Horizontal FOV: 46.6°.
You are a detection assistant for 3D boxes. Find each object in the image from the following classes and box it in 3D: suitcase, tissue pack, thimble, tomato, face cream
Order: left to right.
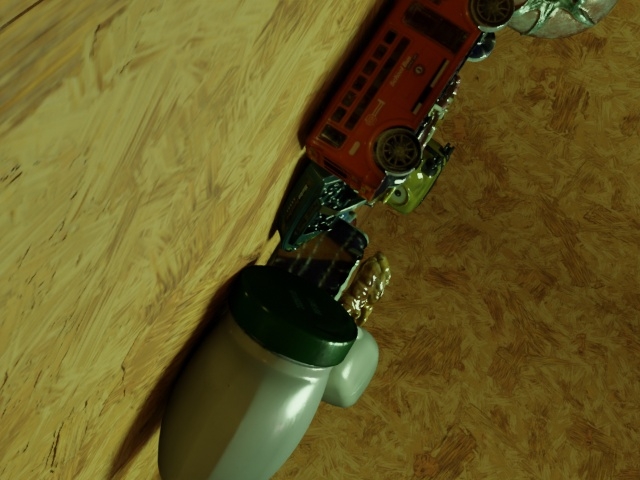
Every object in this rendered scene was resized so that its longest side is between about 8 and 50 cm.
[{"bbox_3d":[-0.112,0.241,1.199,0.357,0.219,0.312,-60,175,16],"label":"face cream"},{"bbox_3d":[-0.008,0.050,1.471,0.237,0.150,0.237,-59,174,-10],"label":"thimble"},{"bbox_3d":[-0.010,0.310,2.124,0.229,0.333,0.236,-55,155,-28],"label":"tissue pack"},{"bbox_3d":[0.217,-0.196,1.972,0.143,0.194,0.235,-43,166,-43],"label":"suitcase"},{"bbox_3d":[0.512,-0.600,1.629,0.316,0.317,0.282,117,-12,-51],"label":"tomato"}]

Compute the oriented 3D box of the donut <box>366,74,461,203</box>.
[{"bbox_3d":[0.163,-0.237,1.486,0.259,0.136,0.345,-48,171,-49],"label":"donut"}]

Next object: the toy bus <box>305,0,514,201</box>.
[{"bbox_3d":[0.119,-0.219,0.986,0.329,0.153,0.143,-56,177,-2],"label":"toy bus"}]

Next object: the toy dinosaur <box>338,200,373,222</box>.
[{"bbox_3d":[0.000,0.000,1.600,0.248,0.075,0.188,-31,-160,43],"label":"toy dinosaur"}]

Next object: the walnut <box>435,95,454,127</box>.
[{"bbox_3d":[0.242,-0.325,1.765,0.137,0.137,0.245,-56,180,-21],"label":"walnut"}]

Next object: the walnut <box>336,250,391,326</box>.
[{"bbox_3d":[0.077,0.104,1.403,0.170,0.069,0.143,-58,174,24],"label":"walnut"}]

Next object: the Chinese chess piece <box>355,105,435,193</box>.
[{"bbox_3d":[0.102,-0.191,1.213,0.250,0.101,0.250,-55,171,-14],"label":"Chinese chess piece"}]

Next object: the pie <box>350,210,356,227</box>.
[{"bbox_3d":[0.024,0.002,1.766,0.182,0.050,0.182,-49,-158,27],"label":"pie"}]

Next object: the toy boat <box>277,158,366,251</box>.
[{"bbox_3d":[-0.008,-0.047,1.159,0.093,0.103,0.246,-24,161,-35],"label":"toy boat"}]
